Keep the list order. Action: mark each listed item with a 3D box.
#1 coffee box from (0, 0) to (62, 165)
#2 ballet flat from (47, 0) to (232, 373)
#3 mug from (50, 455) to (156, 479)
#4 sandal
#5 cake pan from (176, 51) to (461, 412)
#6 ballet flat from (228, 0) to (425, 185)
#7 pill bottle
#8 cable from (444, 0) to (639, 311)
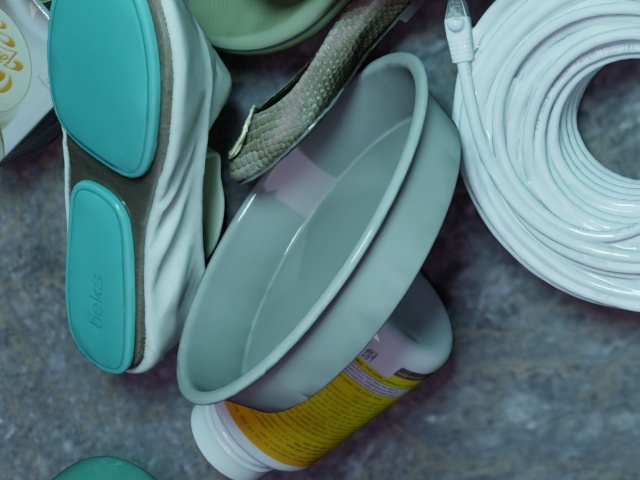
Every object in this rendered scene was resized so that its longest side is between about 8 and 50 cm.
[{"bbox_3d":[-0.280,-0.202,1.172,0.141,0.098,0.246,-39,90,29],"label":"coffee box"},{"bbox_3d":[-0.130,-0.072,1.103,0.139,0.139,0.400,20,131,16],"label":"ballet flat"},{"bbox_3d":[-0.202,0.269,1.302,0.129,0.097,0.158,41,119,5],"label":"mug"},{"bbox_3d":[-0.001,-0.218,1.001,0.303,0.086,0.120,-15,61,49],"label":"sandal"},{"bbox_3d":[0.000,0.000,1.035,0.054,0.293,0.293,33,121,-19],"label":"cake pan"},{"bbox_3d":[0.003,-0.141,1.077,0.058,0.084,0.250,37,115,-14],"label":"ballet flat"},{"bbox_3d":[-0.006,0.105,1.148,0.215,0.117,0.117,-41,89,29],"label":"pill bottle"},{"bbox_3d":[0.218,-0.080,1.006,0.257,0.089,0.257,6,111,21],"label":"cable"}]
